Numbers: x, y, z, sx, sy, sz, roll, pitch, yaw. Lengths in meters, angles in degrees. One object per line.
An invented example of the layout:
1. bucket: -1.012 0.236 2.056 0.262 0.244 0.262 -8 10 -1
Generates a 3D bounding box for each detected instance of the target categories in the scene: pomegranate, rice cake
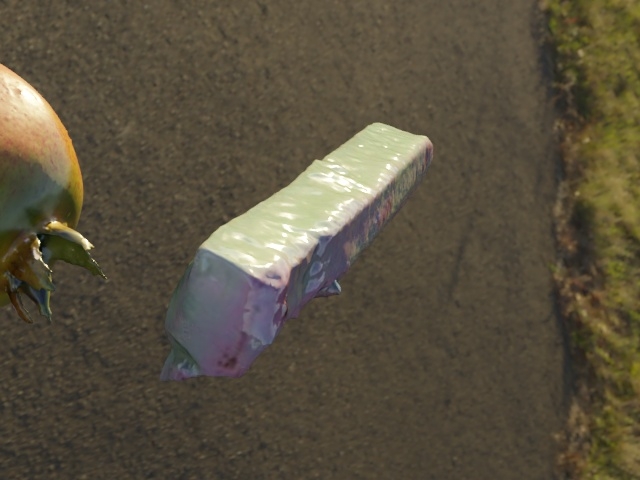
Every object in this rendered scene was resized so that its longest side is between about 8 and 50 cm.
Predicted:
1. pomegranate: -0.291 -0.032 0.848 0.257 0.221 0.221 35 36 17
2. rice cake: 0.001 -0.002 0.508 0.051 0.081 0.290 35 22 5
